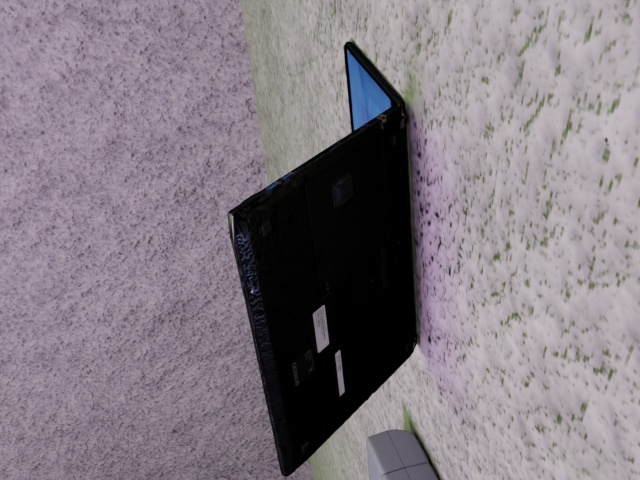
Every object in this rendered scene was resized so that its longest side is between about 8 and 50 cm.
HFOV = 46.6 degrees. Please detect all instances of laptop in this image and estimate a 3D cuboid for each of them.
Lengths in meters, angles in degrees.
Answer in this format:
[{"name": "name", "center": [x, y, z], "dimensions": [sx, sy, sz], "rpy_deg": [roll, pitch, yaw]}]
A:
[{"name": "laptop", "center": [0.000, 0.000, 0.596], "dimensions": [0.137, 0.264, 0.234], "rpy_deg": [21, 133, 36]}]

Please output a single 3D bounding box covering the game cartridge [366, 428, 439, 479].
[{"name": "game cartridge", "center": [0.107, 0.331, 0.675], "dimensions": [0.297, 0.062, 0.198], "rpy_deg": [-111, 16, -51]}]
